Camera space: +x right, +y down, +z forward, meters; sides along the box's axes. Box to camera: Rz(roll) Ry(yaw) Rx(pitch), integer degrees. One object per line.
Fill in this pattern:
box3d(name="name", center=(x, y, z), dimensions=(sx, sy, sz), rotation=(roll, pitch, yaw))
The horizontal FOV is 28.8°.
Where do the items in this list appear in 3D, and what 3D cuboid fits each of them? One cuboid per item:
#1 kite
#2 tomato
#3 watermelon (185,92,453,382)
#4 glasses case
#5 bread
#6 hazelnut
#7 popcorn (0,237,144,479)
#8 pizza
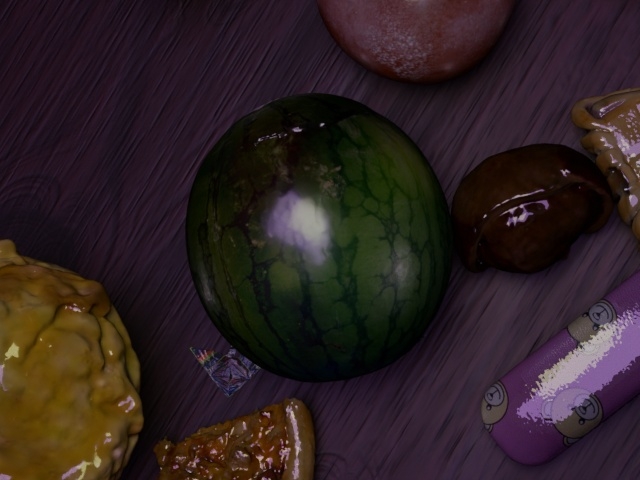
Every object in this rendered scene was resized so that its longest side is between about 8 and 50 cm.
box3d(name="kite", center=(-0.124, 0.170, 1.710), dimensions=(0.122, 0.004, 0.090), rotation=(9, 86, 13))
box3d(name="tomato", center=(0.122, -0.342, 1.606), dimensions=(0.270, 0.227, 0.270), rotation=(-2, 81, 10))
box3d(name="watermelon", center=(0.000, 0.000, 1.537), dimensions=(0.363, 0.363, 0.363), rotation=(-1, 83, 12))
box3d(name="glasses case", center=(0.346, 0.159, 1.573), dimensions=(0.316, 0.076, 0.123), rotation=(-39, 76, 5))
box3d(name="bread", center=(0.418, -0.097, 1.587), dimensions=(0.134, 0.081, 0.225), rotation=(-23, 77, 3))
box3d(name="hazelnut", center=(0.265, -0.039, 1.565), dimensions=(0.201, 0.170, 0.160), rotation=(-10, 82, 25))
box3d(name="popcorn", center=(-0.424, 0.185, 1.618), dimensions=(0.390, 0.354, 0.344), rotation=(33, 64, -26))
box3d(name="pizza", center=(-0.134, 0.341, 1.653), dimensions=(0.226, 0.086, 0.335), rotation=(29, 91, 12))
